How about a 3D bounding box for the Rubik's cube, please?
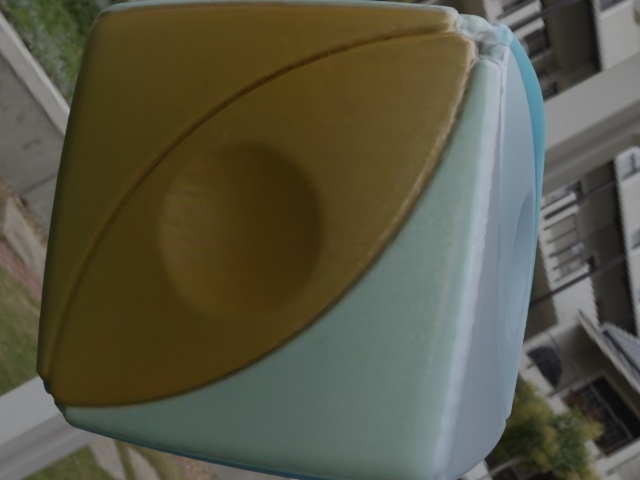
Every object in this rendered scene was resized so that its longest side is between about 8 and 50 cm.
[{"bbox_3d":[0.000,0.000,0.787,0.351,0.347,0.352,14,83,-70],"label":"Rubik's cube"}]
